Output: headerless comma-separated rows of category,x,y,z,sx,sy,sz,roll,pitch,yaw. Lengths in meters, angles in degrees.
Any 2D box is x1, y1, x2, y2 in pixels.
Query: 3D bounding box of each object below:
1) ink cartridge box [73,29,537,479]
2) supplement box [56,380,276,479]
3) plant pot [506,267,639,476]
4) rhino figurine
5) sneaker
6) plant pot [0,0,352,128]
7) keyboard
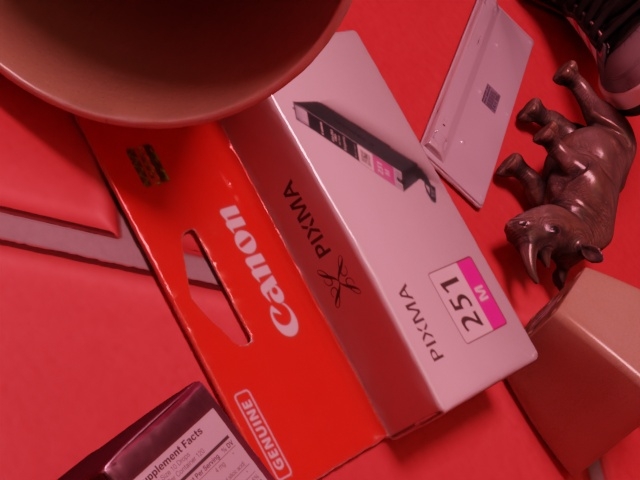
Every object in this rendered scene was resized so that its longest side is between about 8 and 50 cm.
ink cartridge box,0.000,0.000,0.843,0.239,0.060,0.275,-19,78,-51
supplement box,-0.052,0.178,0.628,0.188,0.104,0.081,52,40,-3
plant pot,0.198,0.087,0.951,0.096,0.109,0.109,41,39,3
rhino figurine,0.205,-0.044,1.067,0.106,0.073,0.243,42,42,-12
sneaker,0.255,-0.235,1.183,0.178,0.124,0.295,44,20,-14
plant pot,-0.090,-0.242,0.806,0.256,0.256,0.274,41,25,-16
keyboard,0.138,-0.127,1.108,0.072,0.014,0.256,46,40,-19
